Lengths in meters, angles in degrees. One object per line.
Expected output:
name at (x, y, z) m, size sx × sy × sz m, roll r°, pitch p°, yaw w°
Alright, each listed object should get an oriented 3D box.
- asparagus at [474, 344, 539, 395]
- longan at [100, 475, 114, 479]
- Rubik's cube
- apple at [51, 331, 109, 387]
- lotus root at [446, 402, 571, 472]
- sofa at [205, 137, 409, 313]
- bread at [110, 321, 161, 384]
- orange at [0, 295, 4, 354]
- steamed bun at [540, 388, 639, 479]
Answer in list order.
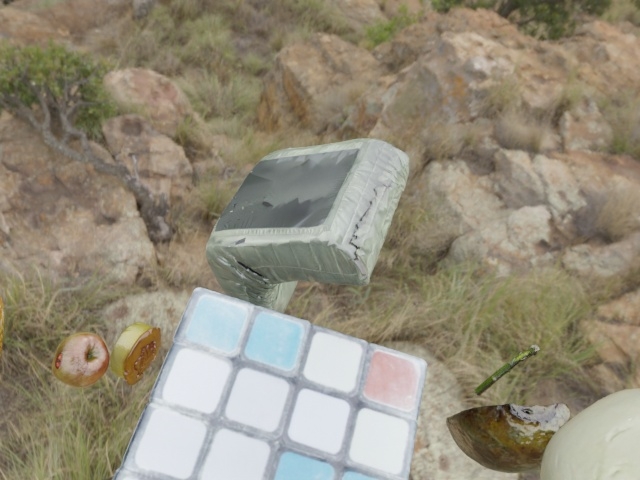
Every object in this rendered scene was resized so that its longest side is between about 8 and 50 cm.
asparagus at (0.282, 0.196, 0.969) m, size 0.018 × 0.127 × 0.015 m, roll 30°, pitch 31°, yaw -22°
longan at (-0.355, 0.522, 1.138) m, size 0.212 × 0.198 × 0.198 m, roll 23°, pitch 55°, yaw -14°
Rubik's cube at (-0.060, 0.240, 0.672) m, size 0.256 × 0.253 × 0.258 m, roll 16°, pitch 57°, yaw -2°
apple at (-0.555, 0.277, 1.481) m, size 0.126 × 0.102 × 0.126 m, roll 33°, pitch 46°, yaw -41°
lotus root at (0.404, 0.441, 1.411) m, size 0.210 × 0.314 × 0.141 m, roll -1°, pitch 69°, yaw -7°
sofa at (0.000, 0.000, 0.812) m, size 0.226 × 0.176 × 0.210 m, roll -4°, pitch 43°, yaw 29°
bread at (-0.466, 0.277, 1.610) m, size 0.086 × 0.125 × 0.156 m, roll 21°, pitch 61°, yaw 15°
orange at (-0.563, 0.119, 0.775) m, size 0.341 × 0.293 × 0.340 m, roll 0°, pitch 91°, yaw -13°
steamed bun at (0.416, 0.299, 0.700) m, size 0.233 × 0.334 × 0.312 m, roll -44°, pitch 70°, yaw 8°
